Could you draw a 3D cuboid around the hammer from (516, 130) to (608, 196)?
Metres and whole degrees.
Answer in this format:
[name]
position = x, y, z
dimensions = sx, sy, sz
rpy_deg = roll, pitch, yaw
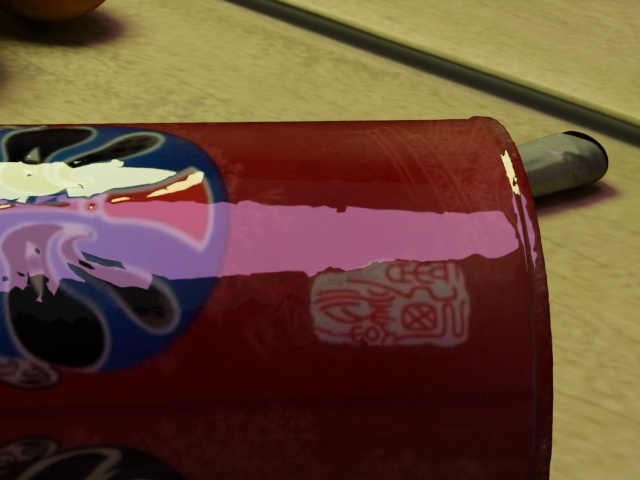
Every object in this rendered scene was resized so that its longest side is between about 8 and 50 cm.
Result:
[hammer]
position = 0.000, -0.001, 1.062
dimensions = 0.427, 0.044, 0.152
rpy_deg = -14, 31, -31

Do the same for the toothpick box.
[toothpick box]
position = -0.093, 0.051, 0.773
dimensions = 0.333, 0.204, 0.204
rpy_deg = -1, 28, -10

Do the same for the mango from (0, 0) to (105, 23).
[mango]
position = -0.210, -0.207, 1.360
dimensions = 0.163, 0.111, 0.089
rpy_deg = 7, 50, 45
